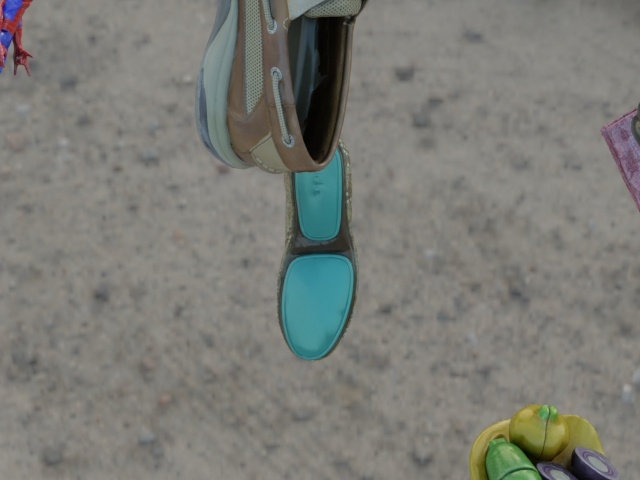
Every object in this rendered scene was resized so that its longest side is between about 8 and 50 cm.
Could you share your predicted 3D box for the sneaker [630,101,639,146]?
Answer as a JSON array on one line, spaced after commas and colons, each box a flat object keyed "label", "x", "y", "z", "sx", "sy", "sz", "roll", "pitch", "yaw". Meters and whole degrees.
[{"label": "sneaker", "x": 0.339, "y": -0.166, "z": 1.449, "sx": 0.104, "sy": 0.147, "sz": 0.296, "roll": 23, "pitch": 37, "yaw": 4}]

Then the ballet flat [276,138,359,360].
[{"label": "ballet flat", "x": 0.000, "y": 0.000, "z": 1.408, "sx": 0.073, "sy": 0.206, "sz": 0.067, "roll": 5, "pitch": 19, "yaw": 0}]

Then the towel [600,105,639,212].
[{"label": "towel", "x": 0.437, "y": -0.076, "z": 1.548, "sx": 0.037, "sy": 0.329, "sz": 0.237, "roll": -10, "pitch": 73, "yaw": -48}]

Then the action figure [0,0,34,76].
[{"label": "action figure", "x": -0.161, "y": -0.096, "z": 0.813, "sx": 0.030, "sy": 0.115, "sz": 0.038, "roll": 21, "pitch": 6, "yaw": 8}]

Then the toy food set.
[{"label": "toy food set", "x": 0.194, "y": 0.201, "z": 1.245, "sx": 0.128, "sy": 0.071, "sz": 0.218, "roll": 3, "pitch": 43, "yaw": -19}]

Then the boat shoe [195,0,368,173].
[{"label": "boat shoe", "x": -0.012, "y": -0.205, "z": 1.260, "sx": 0.116, "sy": 0.324, "sz": 0.123, "roll": 19, "pitch": 24, "yaw": 35}]
